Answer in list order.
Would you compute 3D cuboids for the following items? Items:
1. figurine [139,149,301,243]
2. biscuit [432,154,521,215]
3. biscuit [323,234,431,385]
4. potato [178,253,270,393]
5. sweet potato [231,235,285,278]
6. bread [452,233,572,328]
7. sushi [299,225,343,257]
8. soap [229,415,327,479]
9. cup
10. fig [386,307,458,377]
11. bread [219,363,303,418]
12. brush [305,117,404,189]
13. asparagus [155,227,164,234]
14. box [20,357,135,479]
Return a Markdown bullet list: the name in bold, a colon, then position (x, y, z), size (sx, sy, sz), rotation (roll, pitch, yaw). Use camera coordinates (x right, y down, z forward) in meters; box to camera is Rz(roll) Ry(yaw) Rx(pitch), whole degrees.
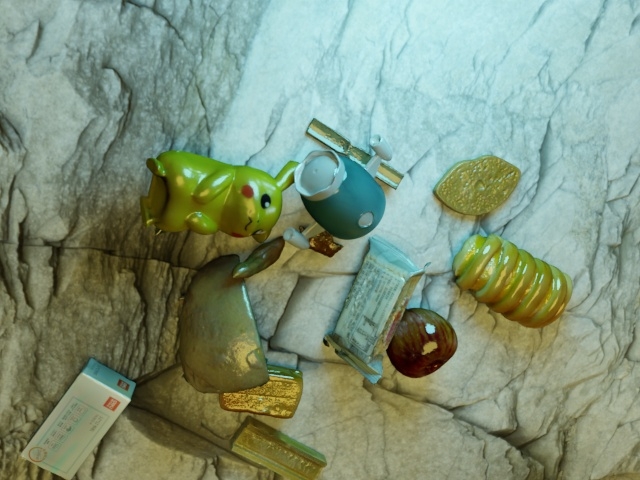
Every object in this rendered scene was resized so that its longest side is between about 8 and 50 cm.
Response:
- **figurine**: position (-0.204, -0.082, 1.118), size (0.326, 0.169, 0.218), rotation (12, 123, -20)
- **biscuit**: position (0.379, -0.131, 1.293), size (0.220, 0.029, 0.142), rotation (-17, 105, -5)
- **biscuit**: position (0.122, 0.156, 1.263), size (0.079, 0.186, 0.309), rotation (8, 107, -50)
- **potato**: position (-0.241, 0.192, 1.195), size (0.211, 0.189, 0.264), rotation (-12, 106, -5)
- **sweet potato**: position (-0.143, 0.047, 1.206), size (0.054, 0.182, 0.053), rotation (10, 120, 29)
- **bread**: position (0.472, 0.104, 1.323), size (0.311, 0.121, 0.173), rotation (26, 100, -13)
- **sushi**: position (-0.002, -0.001, 1.256), size (0.118, 0.061, 0.060), rotation (23, 92, -34)
- **soap**: position (-0.108, 0.553, 1.392), size (0.252, 0.037, 0.092), rotation (34, 98, -16)
- **cup**: position (0.032, -0.105, 1.137), size (0.300, 0.167, 0.173), rotation (-47, 142, 3)
- **fig**: position (0.227, 0.225, 1.315), size (0.175, 0.207, 0.175), rotation (-24, 146, -18)
- **bread**: position (-0.145, 0.363, 1.315), size (0.200, 0.077, 0.116), rotation (11, 104, -10)
- **brush**: position (0.078, -0.197, 1.228), size (0.248, 0.036, 0.043), rotation (30, 94, -8)
- **asparagus**: position (-0.275, -0.088, 1.199), size (0.236, 0.027, 0.034), rotation (-36, 91, -1)
- **box**: position (-0.570, 0.421, 1.261), size (0.135, 0.079, 0.269), rotation (35, 97, -15)
